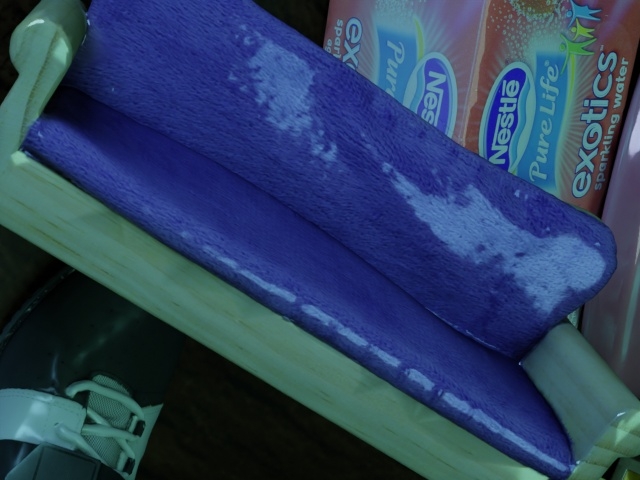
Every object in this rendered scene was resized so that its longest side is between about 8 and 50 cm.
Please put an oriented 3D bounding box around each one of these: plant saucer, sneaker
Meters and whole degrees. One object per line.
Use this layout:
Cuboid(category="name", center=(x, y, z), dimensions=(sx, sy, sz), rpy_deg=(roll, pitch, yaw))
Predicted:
Cuboid(category="plant saucer", center=(0.278, -0.029, 0.909), dimensions=(0.332, 0.084, 0.332), rpy_deg=(15, 90, -69))
Cuboid(category="sneaker", center=(-0.150, 0.159, 0.684), dimensions=(0.122, 0.146, 0.330), rpy_deg=(34, 83, -41))

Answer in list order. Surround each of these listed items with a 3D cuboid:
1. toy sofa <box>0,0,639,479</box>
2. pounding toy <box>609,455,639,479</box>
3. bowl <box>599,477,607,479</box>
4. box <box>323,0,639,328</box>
Cuboid(category="toy sofa", center=(0.000, 0.000, 0.622), dimensions=(0.362, 0.150, 0.177), rpy_deg=(33, 101, -15))
Cuboid(category="pounding toy", center=(0.291, 0.271, 1.115), dimensions=(0.130, 0.141, 0.100), rpy_deg=(-68, 161, 3))
Cuboid(category="bowl", center=(0.201, 0.271, 1.046), dimensions=(0.170, 0.080, 0.170), rpy_deg=(0, 93, 4))
Cuboid(category="box", center=(0.095, -0.091, 0.784), dimensions=(0.154, 0.142, 0.300), rpy_deg=(-3, 109, -38))
